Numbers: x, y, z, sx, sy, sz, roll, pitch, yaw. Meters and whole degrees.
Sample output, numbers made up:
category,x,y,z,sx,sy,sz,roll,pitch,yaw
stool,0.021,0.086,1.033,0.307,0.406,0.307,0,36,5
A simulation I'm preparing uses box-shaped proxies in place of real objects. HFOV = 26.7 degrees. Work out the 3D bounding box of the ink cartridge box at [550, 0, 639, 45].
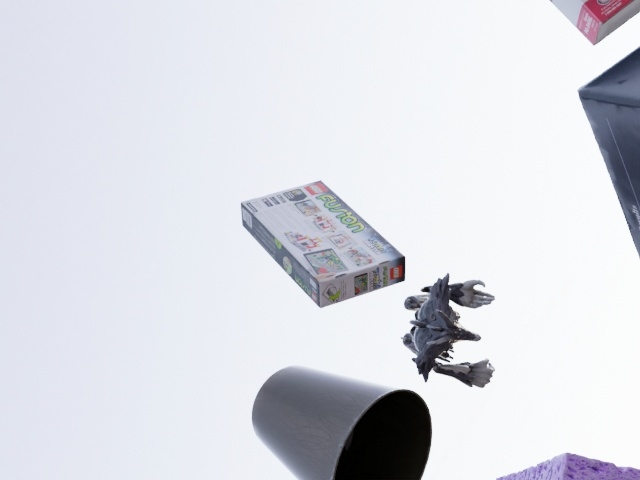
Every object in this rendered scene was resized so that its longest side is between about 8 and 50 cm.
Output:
category,x,y,z,sx,sy,sz,roll,pitch,yaw
ink cartridge box,0.325,-0.329,1.626,0.109,0.150,0.063,-37,-17,-8

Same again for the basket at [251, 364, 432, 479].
category,x,y,z,sx,sy,sz,roll,pitch,yaw
basket,0.017,0.265,1.838,0.154,0.227,0.204,18,-88,-38

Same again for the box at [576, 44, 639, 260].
category,x,y,z,sx,sy,sz,roll,pitch,yaw
box,0.507,-0.063,1.400,0.212,0.395,0.293,-36,-63,-19

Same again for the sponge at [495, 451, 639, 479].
category,x,y,z,sx,sy,sz,roll,pitch,yaw
sponge,0.228,0.215,1.138,0.210,0.117,0.031,119,163,-73

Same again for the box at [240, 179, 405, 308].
category,x,y,z,sx,sy,sz,roll,pitch,yaw
box,0.000,0.000,1.586,0.114,0.207,0.036,-16,-55,-22

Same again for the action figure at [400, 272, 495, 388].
category,x,y,z,sx,sy,sz,roll,pitch,yaw
action figure,0.195,0.132,2.014,0.276,0.141,0.164,162,115,-86
